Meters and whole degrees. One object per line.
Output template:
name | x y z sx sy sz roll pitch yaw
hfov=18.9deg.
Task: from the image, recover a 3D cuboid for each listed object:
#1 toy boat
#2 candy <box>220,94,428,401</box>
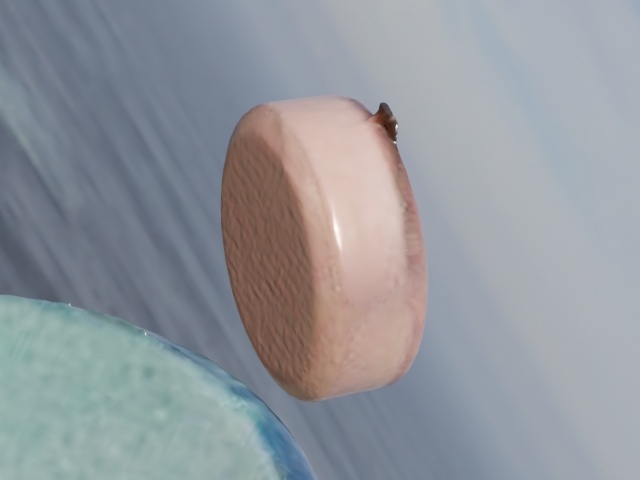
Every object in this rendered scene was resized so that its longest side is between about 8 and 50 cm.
toy boat | -0.136 0.158 1.107 0.330 0.215 0.123 14 -21 23
candy | 0.000 0.000 1.521 0.255 0.094 0.255 170 -90 -68
